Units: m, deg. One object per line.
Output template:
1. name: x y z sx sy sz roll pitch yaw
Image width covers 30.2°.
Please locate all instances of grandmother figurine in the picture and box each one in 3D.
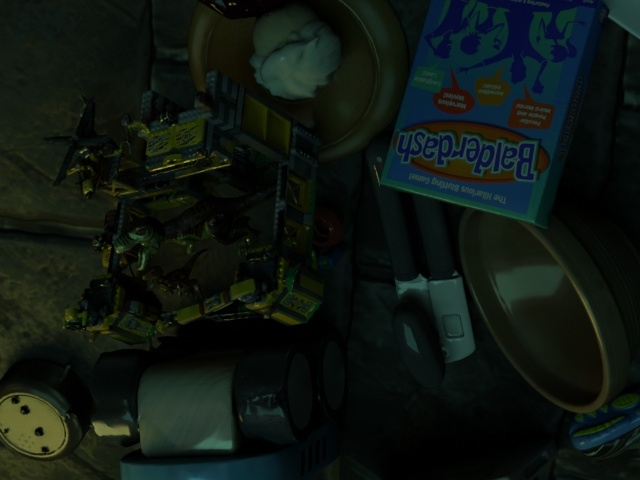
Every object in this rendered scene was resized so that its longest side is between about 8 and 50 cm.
1. grandmother figurine: -0.074 -0.290 1.104 0.208 0.104 0.342 -9 112 46

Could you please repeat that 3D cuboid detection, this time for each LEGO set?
1. LEGO set: -0.158 -0.029 1.171 0.331 0.254 0.192 -1 161 39

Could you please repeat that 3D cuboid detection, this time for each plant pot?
1. plant pot: 0.249 0.044 1.191 0.110 0.237 0.237 -28 114 -17
2. plant pot: -0.028 -0.179 1.213 0.236 0.032 0.236 7 121 12

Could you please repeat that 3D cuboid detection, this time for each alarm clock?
1. alarm clock: -0.375 0.225 1.516 0.192 0.064 0.129 -16 114 25

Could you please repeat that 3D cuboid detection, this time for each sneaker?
1. sneaker: 0.371 0.200 1.310 0.188 0.067 0.078 -21 133 22

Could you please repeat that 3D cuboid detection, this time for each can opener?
1. can opener: 0.105 0.027 1.255 0.076 0.095 0.283 -6 120 17

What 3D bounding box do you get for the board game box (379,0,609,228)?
1. board game box: 0.159 -0.132 1.098 0.160 0.047 0.210 15 91 27

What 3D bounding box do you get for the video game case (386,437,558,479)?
1. video game case: 0.137 0.277 1.332 0.227 0.206 0.026 -20 84 23

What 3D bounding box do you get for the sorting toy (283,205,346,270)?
1. sorting toy: 0.000 0.000 1.306 0.061 0.042 0.102 45 133 6

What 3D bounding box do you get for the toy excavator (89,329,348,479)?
1. toy excavator: -0.074 0.328 1.377 0.222 0.433 0.445 -3 90 16

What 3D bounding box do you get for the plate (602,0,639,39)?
1. plate: 0.298 -0.333 1.033 0.277 0.045 0.278 32 121 -5
